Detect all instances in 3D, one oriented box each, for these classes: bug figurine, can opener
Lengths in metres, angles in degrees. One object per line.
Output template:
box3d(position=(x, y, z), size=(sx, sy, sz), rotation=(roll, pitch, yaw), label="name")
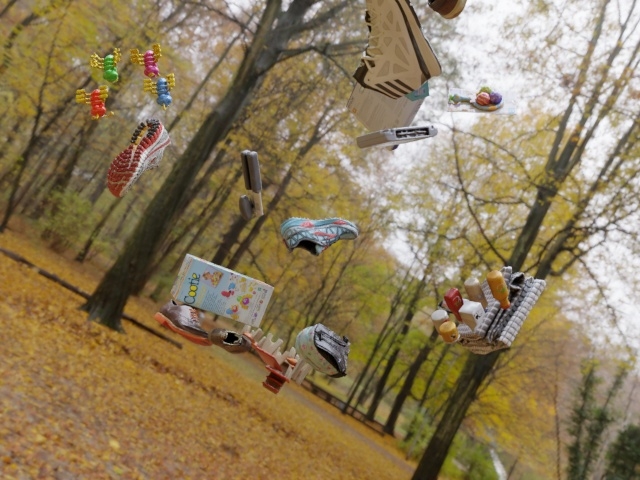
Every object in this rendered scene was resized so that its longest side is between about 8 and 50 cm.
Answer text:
box3d(position=(-0.536, -0.444, 1.606), size=(0.279, 0.216, 0.072), rotation=(-7, -19, 4), label="bug figurine")
box3d(position=(-0.287, -0.215, 2.288), size=(0.076, 0.095, 0.283), rotation=(18, -54, 36), label="can opener")

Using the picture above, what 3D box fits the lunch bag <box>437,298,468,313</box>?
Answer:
box3d(position=(0.455, 0.225, 1.952), size=(0.071, 0.053, 0.083), rotation=(16, -20, -41), label="lunch bag")

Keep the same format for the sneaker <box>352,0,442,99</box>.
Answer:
box3d(position=(0.186, -0.642, 1.829), size=(0.447, 0.258, 0.169), rotation=(51, 8, -30), label="sneaker")

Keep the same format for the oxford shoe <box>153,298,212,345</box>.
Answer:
box3d(position=(-0.439, 0.265, 1.872), size=(0.272, 0.098, 0.097), rotation=(20, -21, 35), label="oxford shoe")

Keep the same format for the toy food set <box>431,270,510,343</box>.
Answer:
box3d(position=(0.362, 0.181, 1.391), size=(0.111, 0.232, 0.104), rotation=(4, -50, 50), label="toy food set")

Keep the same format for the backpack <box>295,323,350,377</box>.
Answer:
box3d(position=(0.007, 0.357, 1.871), size=(0.115, 0.151, 0.182), rotation=(-28, -54, 29), label="backpack")

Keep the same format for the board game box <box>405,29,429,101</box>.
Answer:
box3d(position=(0.304, -0.711, 2.194), size=(0.336, 0.079, 0.253), rotation=(-119, -168, -55), label="board game box")

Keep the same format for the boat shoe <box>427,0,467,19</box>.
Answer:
box3d(position=(0.323, -0.690, 1.378), size=(0.093, 0.284, 0.103), rotation=(2, 14, -42), label="boat shoe")

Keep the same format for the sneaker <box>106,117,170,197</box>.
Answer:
box3d(position=(-0.457, -0.201, 1.465), size=(0.088, 0.225, 0.092), rotation=(21, -20, 29), label="sneaker")

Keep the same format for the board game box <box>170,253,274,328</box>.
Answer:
box3d(position=(-0.315, 0.160, 1.825), size=(0.276, 0.144, 0.142), rotation=(24, -4, -22), label="board game box")

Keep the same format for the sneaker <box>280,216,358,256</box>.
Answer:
box3d(position=(0.000, 0.000, 1.865), size=(0.262, 0.125, 0.104), rotation=(0, -29, -13), label="sneaker")

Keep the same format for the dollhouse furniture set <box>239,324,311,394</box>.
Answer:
box3d(position=(-0.172, 0.447, 2.056), size=(0.262, 0.135, 0.259), rotation=(24, -25, 24), label="dollhouse furniture set")

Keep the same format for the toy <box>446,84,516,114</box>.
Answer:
box3d(position=(0.573, -0.510, 2.024), size=(0.238, 0.136, 0.056), rotation=(3, -38, 15), label="toy")

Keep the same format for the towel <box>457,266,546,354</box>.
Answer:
box3d(position=(0.505, 0.209, 1.669), size=(0.121, 0.235, 0.283), rotation=(34, -13, 7), label="towel")

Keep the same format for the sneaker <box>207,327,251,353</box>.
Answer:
box3d(position=(-0.269, 0.321, 1.793), size=(0.071, 0.066, 0.188), rotation=(-3, -19, 34), label="sneaker")

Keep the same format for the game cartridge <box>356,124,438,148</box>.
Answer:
box3d(position=(0.301, -0.415, 2.288), size=(0.298, 0.062, 0.198), rotation=(-13, 2, -35), label="game cartridge")

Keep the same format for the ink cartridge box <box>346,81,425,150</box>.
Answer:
box3d(position=(0.292, -0.631, 2.568), size=(0.330, 0.072, 0.324), rotation=(51, -41, 22), label="ink cartridge box")
